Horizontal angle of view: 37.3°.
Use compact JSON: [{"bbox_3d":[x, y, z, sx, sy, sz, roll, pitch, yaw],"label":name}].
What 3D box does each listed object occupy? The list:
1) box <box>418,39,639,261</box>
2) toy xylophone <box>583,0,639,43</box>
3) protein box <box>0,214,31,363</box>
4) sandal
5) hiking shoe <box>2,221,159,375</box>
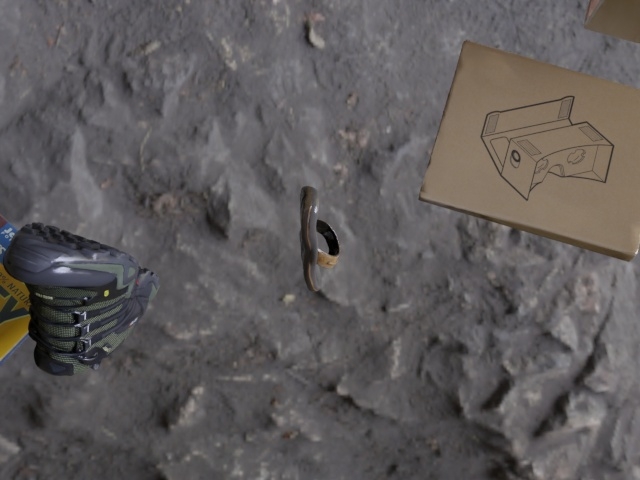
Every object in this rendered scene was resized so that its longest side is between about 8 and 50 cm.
[{"bbox_3d":[0.207,-0.084,0.873,0.201,0.164,0.021,17,164,3],"label":"box"},{"bbox_3d":[0.318,-0.203,0.748,0.236,0.323,0.081,17,92,-1],"label":"toy xylophone"},{"bbox_3d":[-0.380,0.097,0.909,0.136,0.201,0.200,44,132,-8],"label":"protein box"},{"bbox_3d":[0.000,0.000,1.399,0.060,0.090,0.219,-4,140,-3],"label":"sandal"},{"bbox_3d":[-0.199,0.059,0.783,0.086,0.114,0.227,18,171,13],"label":"hiking shoe"}]
